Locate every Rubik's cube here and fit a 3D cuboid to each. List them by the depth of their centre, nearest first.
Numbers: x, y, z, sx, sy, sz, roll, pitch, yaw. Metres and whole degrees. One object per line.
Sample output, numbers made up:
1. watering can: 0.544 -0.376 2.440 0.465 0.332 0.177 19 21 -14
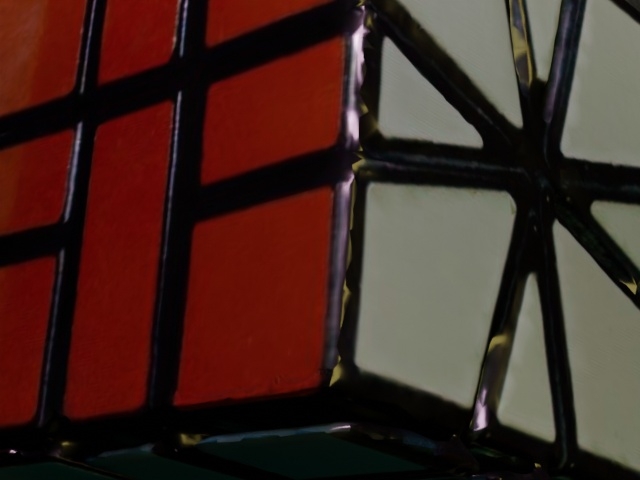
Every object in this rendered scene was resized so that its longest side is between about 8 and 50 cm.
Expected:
1. Rubik's cube: 0.000 0.000 0.807 0.288 0.283 0.293 28 62 -44
